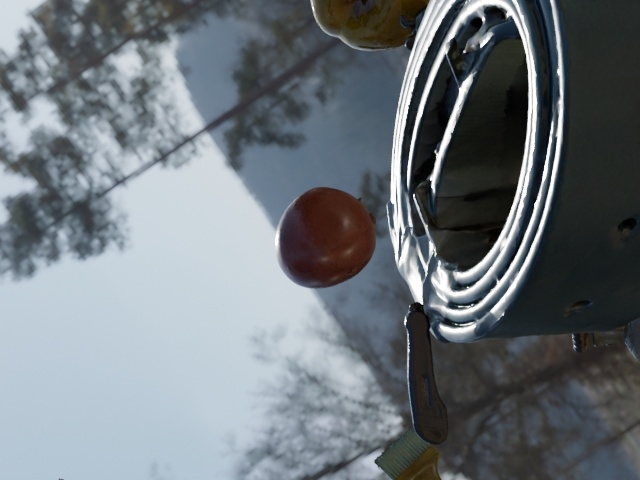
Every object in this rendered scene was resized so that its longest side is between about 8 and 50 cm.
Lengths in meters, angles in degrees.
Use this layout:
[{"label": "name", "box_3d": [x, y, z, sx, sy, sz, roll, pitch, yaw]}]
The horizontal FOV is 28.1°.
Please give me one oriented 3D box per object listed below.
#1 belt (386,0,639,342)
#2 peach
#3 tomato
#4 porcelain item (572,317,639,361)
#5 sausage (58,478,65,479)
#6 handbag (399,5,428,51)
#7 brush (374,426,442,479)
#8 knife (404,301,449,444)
[{"label": "belt", "box_3d": [0.178, -0.077, 1.055, 0.436, 0.173, 0.300, 106, 158, -62]}, {"label": "peach", "box_3d": [0.068, -0.328, 1.654, 0.179, 0.179, 0.103, 56, -149, -2]}, {"label": "tomato", "box_3d": [0.000, 0.000, 2.021, 0.167, 0.167, 0.167, 56, -177, -5]}, {"label": "porcelain item", "box_3d": [0.396, 0.105, 1.456, 0.054, 0.213, 0.084, -56, -39, -58]}, {"label": "sausage", "box_3d": [-0.357, 0.380, 1.843, 0.015, 0.015, 0.100, -118, 7, -60]}, {"label": "handbag", "box_3d": [0.151, -0.254, 1.595, 0.111, 0.047, 0.072, 9, -116, -50]}, {"label": "brush", "box_3d": [0.174, 0.360, 1.808, 0.218, 0.082, 0.010, 43, 162, 28]}, {"label": "knife", "box_3d": [0.088, 0.112, 1.078, 0.018, 0.031, 0.121, -7, -89, -88]}]
